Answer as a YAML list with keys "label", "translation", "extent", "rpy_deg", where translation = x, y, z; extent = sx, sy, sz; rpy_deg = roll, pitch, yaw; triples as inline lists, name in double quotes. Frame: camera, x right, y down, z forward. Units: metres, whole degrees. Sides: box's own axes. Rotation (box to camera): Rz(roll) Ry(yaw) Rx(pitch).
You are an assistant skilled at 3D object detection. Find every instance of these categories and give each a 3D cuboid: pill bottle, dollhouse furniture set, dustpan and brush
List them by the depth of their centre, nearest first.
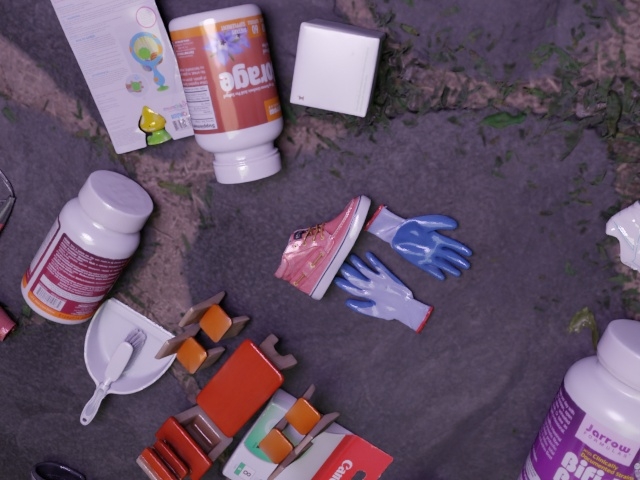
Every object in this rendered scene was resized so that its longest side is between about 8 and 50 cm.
- label: "pill bottle"
  translation: [-0.115, -0.190, 0.913]
  extent: [0.121, 0.121, 0.216]
  rpy_deg: [-6, 109, 14]
- label: "pill bottle"
  translation: [0.395, 0.266, 0.951]
  extent: [0.169, 0.169, 0.301]
  rpy_deg: [17, 113, 5]
- label: "pill bottle"
  translation: [-0.345, 0.011, 1.038]
  extent: [0.121, 0.121, 0.221]
  rpy_deg: [37, 113, -3]
- label: "dollhouse furniture set"
  translation: [-0.150, 0.254, 1.042]
  extent: [0.262, 0.135, 0.259]
  rpy_deg: [45, 116, 12]
- label: "dustpan and brush"
  translation: [-0.340, 0.217, 1.147]
  extent: [0.147, 0.060, 0.211]
  rpy_deg: [32, 113, -1]

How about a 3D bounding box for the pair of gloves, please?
- label: "pair of gloves"
  translation: [0.118, 0.037, 1.003]
  extent: [0.159, 0.023, 0.198]
  rpy_deg: [29, 114, -2]

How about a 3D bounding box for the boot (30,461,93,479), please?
- label: "boot"
  translation: [-0.544, 0.489, 1.278]
  extent: [0.338, 0.118, 0.222]
  rpy_deg: [21, 111, -8]

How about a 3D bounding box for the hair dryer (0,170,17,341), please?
- label: "hair dryer"
  translation: [-0.573, 0.034, 1.118]
  extent: [0.224, 0.080, 0.293]
  rpy_deg: [-11, 108, 15]

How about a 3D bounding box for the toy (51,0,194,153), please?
- label: "toy"
  translation: [-0.258, -0.249, 0.958]
  extent: [0.137, 0.056, 0.237]
  rpy_deg: [-12, 112, 12]

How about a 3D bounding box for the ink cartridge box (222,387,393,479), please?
- label: "ink cartridge box"
  translation: [-0.023, 0.370, 1.143]
  extent: [0.225, 0.056, 0.181]
  rpy_deg: [33, 114, 0]

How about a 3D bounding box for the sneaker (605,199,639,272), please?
- label: "sneaker"
  translation: [0.433, 0.021, 0.918]
  extent: [0.061, 0.054, 0.152]
  rpy_deg: [-32, 95, 30]

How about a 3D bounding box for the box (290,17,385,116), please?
- label: "box"
  translation: [0.023, -0.222, 0.889]
  extent: [0.102, 0.087, 0.101]
  rpy_deg: [13, 113, 7]

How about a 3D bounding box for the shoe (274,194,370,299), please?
- label: "shoe"
  translation: [0.000, 0.000, 0.991]
  extent: [0.081, 0.063, 0.178]
  rpy_deg: [26, 118, -4]
